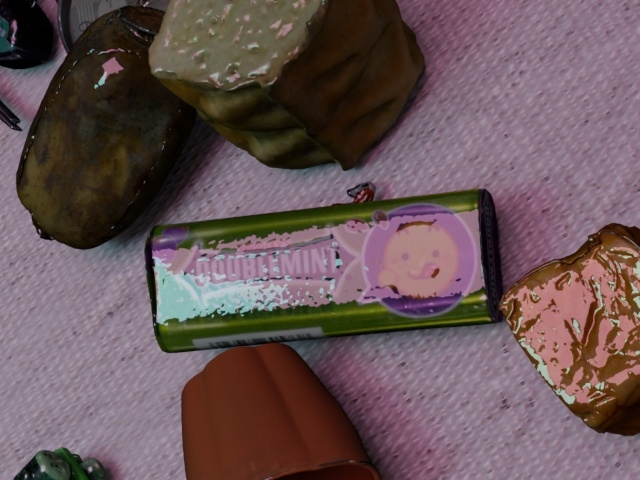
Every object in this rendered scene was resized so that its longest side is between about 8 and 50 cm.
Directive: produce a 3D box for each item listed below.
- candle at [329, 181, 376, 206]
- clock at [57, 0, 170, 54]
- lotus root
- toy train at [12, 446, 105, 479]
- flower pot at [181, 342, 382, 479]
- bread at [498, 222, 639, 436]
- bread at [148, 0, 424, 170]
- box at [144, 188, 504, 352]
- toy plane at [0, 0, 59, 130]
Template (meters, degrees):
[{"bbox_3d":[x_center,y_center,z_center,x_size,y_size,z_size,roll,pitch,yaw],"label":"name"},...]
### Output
[{"bbox_3d":[0.000,0.000,1.736,0.162,0.048,0.053,-43,92,12],"label":"candle"},{"bbox_3d":[-0.199,-0.268,1.904,0.215,0.042,0.215,-7,73,25],"label":"clock"},{"bbox_3d":[-0.220,-0.124,1.796,0.160,0.152,0.275,31,117,1],"label":"lotus root"},{"bbox_3d":[-0.334,0.312,1.772,0.251,0.119,0.085,-46,61,10],"label":"toy train"},{"bbox_3d":[-0.052,0.202,1.630,0.191,0.190,0.173,-36,54,14],"label":"flower pot"},{"bbox_3d":[0.269,0.078,1.518,0.143,0.149,0.158,-38,63,16],"label":"bread"},{"bbox_3d":[-0.032,-0.189,1.680,0.238,0.252,0.196,-2,74,29],"label":"bread"},{"bbox_3d":[0.000,0.032,1.659,0.346,0.097,0.134,-5,86,17],"label":"box"},{"bbox_3d":[-0.439,-0.280,1.999,0.382,0.106,0.155,36,106,24],"label":"toy plane"}]
